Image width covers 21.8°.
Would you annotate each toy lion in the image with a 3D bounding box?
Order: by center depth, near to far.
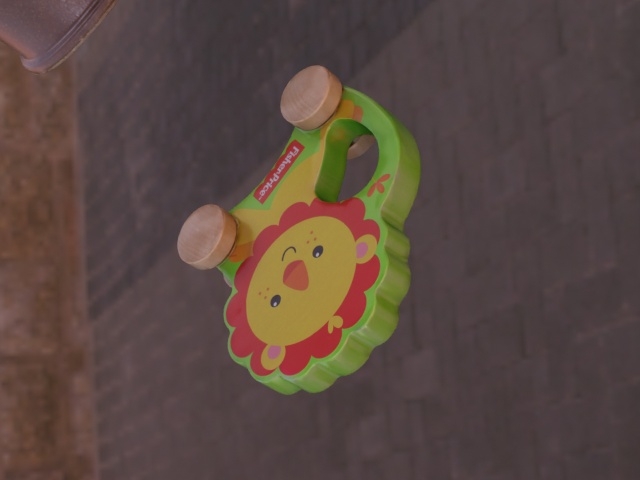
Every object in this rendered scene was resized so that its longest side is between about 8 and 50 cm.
[{"bbox_3d":[0.000,0.000,0.570,0.100,0.034,0.096,-54,42,4],"label":"toy lion"}]

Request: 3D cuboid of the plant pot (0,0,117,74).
[{"bbox_3d":[-0.150,-0.181,0.685,0.167,0.165,0.167,-45,28,32],"label":"plant pot"}]
